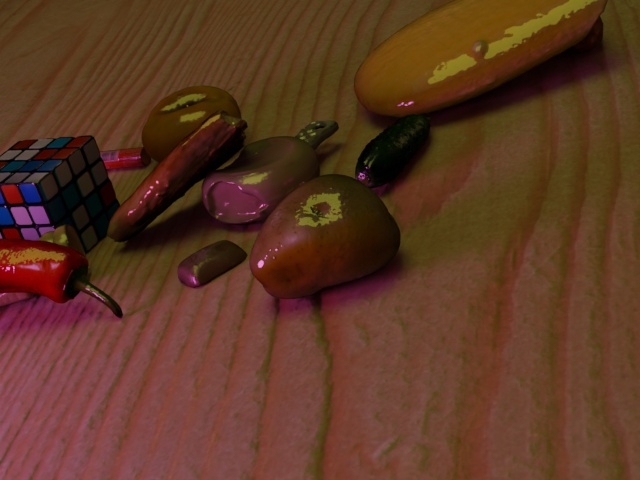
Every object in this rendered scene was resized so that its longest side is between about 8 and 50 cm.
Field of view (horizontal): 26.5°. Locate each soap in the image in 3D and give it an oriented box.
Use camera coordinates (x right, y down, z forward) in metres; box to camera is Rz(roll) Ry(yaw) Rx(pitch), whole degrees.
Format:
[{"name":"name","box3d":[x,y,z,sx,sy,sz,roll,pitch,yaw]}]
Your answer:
[{"name":"soap","box3d":[0.253,-0.324,2.221,0.427,0.115,0.306,-25,32,6]}]

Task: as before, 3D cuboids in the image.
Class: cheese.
[{"name":"cheese","box3d":[-0.060,-0.116,2.068,0.163,0.082,0.286,0,28,31]}]

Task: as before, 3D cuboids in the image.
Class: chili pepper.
[{"name":"chili pepper","box3d":[-0.451,0.067,1.891,0.368,0.137,0.092,-10,5,17]}]

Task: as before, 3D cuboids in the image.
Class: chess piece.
[{"name":"chess piece","box3d":[-0.442,0.048,1.962,0.200,0.090,0.090,-19,26,2]}]

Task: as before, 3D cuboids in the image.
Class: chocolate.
[{"name":"chocolate","box3d":[-0.152,0.026,1.892,0.100,0.031,0.064,-29,32,-26]}]

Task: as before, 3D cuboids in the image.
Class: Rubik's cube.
[{"name":"Rubik's cube","box3d":[-0.423,-0.060,2.093,0.154,0.151,0.155,-1,29,31]}]

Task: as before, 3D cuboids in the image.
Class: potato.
[{"name":"potato","box3d":[0.000,0.000,1.743,0.194,0.157,0.157,-34,28,-5]}]

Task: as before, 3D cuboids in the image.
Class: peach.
[{"name":"peach","box3d":[-0.216,-0.192,2.284,0.179,0.103,0.179,-17,25,8]}]

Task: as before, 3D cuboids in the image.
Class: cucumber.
[{"name":"cucumber","box3d":[0.113,-0.140,2.026,0.069,0.069,0.227,-1,26,30]}]

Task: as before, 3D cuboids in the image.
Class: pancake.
[{"name":"pancake","box3d":[-0.199,-0.111,2.066,0.266,0.057,0.244,-41,0,25]}]

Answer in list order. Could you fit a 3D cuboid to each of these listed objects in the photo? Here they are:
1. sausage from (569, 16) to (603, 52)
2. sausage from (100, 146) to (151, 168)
[{"name":"sausage","box3d":[0.390,-0.384,2.324,0.103,0.076,0.302,-35,28,-14]},{"name":"sausage","box3d":[-0.355,-0.140,2.345,0.129,0.034,0.034,-4,28,26]}]
